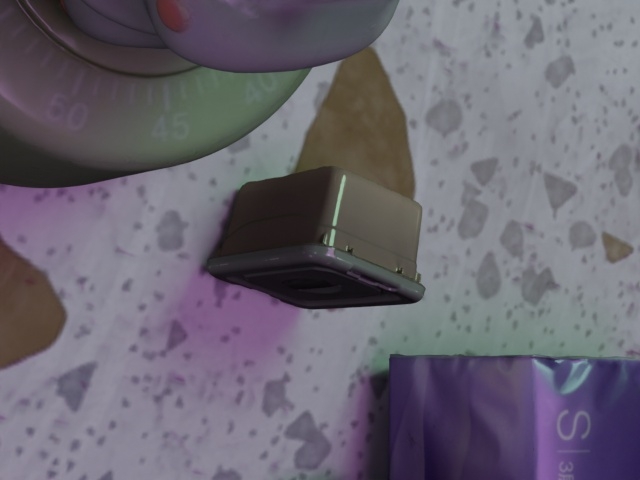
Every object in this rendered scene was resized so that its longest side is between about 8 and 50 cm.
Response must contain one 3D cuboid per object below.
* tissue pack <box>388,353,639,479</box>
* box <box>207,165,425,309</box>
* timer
[{"bbox_3d":[0.172,0.244,0.920,0.242,0.160,0.338,4,83,-37],"label":"tissue pack"},{"bbox_3d":[0.000,0.000,0.835,0.089,0.122,0.062,23,71,-34],"label":"box"},{"bbox_3d":[-0.069,-0.156,0.643,0.291,0.315,0.290,-6,100,-32],"label":"timer"}]
